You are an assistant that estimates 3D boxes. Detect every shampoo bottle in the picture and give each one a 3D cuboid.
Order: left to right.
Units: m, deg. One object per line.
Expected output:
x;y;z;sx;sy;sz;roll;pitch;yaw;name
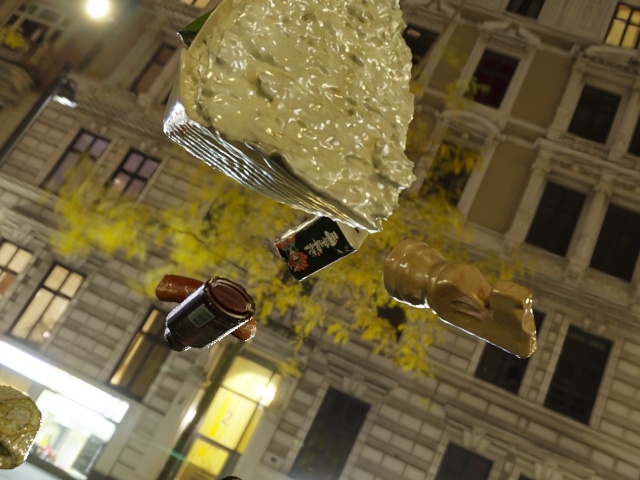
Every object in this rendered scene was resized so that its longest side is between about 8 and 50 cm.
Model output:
-0.265;0.178;1.521;0.129;0.084;0.323;33;-35;-14;shampoo bottle

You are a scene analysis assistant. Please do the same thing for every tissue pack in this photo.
0.000;-0.001;1.370;0.170;0.090;0.103;-32;-86;34;tissue pack

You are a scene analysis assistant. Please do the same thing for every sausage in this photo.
-0.299;0.163;1.759;0.302;0.076;0.103;23;-59;12;sausage

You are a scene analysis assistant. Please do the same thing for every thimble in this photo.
-0.777;0.448;1.639;0.137;0.143;0.190;-18;-61;18;thimble

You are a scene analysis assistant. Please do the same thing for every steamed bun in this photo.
-0.016;-0.182;0.796;0.290;0.272;0.273;36;-12;-33;steamed bun

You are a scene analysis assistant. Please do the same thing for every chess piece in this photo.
0.255;0.102;1.198;0.301;0.137;0.137;28;-15;45;chess piece

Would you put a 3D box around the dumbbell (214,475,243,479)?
-0.204;0.456;1.112;0.191;0.100;0.100;-27;-52;32;dumbbell

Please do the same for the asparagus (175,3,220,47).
-0.140;-0.440;1.263;0.067;0.277;0.060;55;2;-12;asparagus
